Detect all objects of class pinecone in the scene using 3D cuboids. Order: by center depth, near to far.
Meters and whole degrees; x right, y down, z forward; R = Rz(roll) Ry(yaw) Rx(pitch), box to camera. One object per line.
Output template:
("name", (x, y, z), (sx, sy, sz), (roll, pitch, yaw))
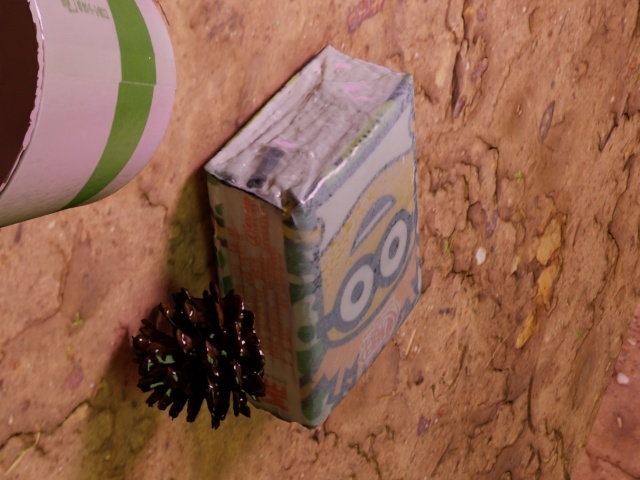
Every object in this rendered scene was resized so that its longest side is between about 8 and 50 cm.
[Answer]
("pinecone", (-0.111, 0.108, 1.747), (0.121, 0.140, 0.140), (-12, 131, -8))

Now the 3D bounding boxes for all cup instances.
("cup", (-0.232, -0.108, 1.252), (0.274, 0.253, 0.253), (-4, 112, -69))

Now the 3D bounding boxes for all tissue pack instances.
("tissue pack", (0.000, 0.000, 1.883), (0.228, 0.128, 0.311), (-48, 148, -38))
